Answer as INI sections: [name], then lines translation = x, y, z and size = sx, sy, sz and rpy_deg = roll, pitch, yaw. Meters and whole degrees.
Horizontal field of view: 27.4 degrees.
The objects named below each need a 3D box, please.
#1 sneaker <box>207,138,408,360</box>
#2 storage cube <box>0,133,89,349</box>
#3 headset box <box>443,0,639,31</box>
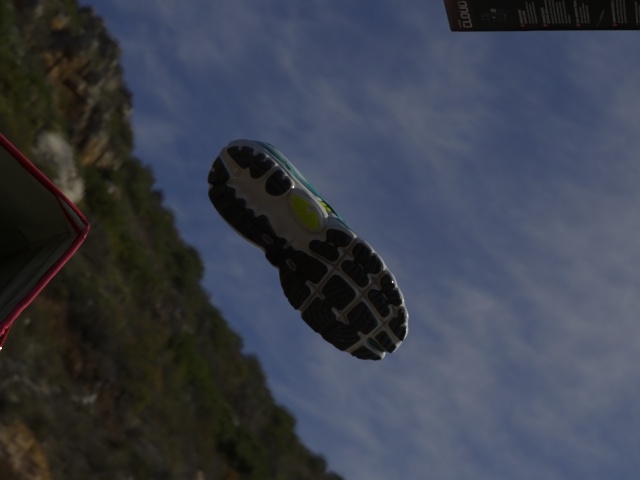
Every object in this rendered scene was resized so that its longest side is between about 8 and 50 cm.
[sneaker]
translation = 0.000, 0.000, 1.367
size = 0.107, 0.110, 0.275
rpy_deg = -38, -91, 19
[storage cube]
translation = -0.292, 0.005, 0.785
size = 0.215, 0.184, 0.193
rpy_deg = 44, -28, -18
[headset box]
translation = 0.231, -0.316, 1.309
size = 0.293, 0.110, 0.218
rpy_deg = 2, -30, 19
